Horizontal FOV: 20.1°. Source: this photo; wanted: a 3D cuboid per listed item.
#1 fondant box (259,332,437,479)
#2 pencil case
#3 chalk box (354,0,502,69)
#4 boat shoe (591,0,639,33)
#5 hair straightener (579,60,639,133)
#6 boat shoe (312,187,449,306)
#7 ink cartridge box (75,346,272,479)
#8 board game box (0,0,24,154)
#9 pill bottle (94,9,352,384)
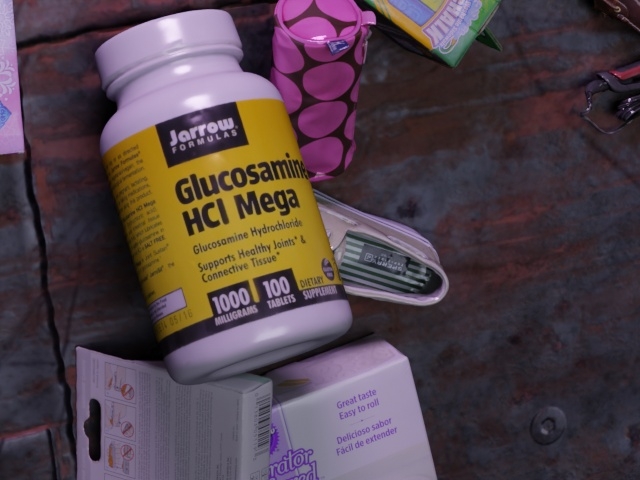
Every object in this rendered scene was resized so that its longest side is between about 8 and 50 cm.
[{"bbox_3d":[0.007,0.298,1.982,0.238,0.096,0.330,-20,110,-15],"label":"fondant box"},{"bbox_3d":[-0.002,-0.151,1.810,0.098,0.095,0.209,-5,141,-10],"label":"pencil case"},{"bbox_3d":[0.107,-0.268,1.843,0.213,0.132,0.132,33,91,-26],"label":"chalk box"},{"bbox_3d":[0.324,-0.279,1.964,0.073,0.073,0.207,-31,116,31],"label":"boat shoe"},{"bbox_3d":[0.389,-0.169,2.023,0.230,0.047,0.089,-22,112,-20],"label":"hair straightener"},{"bbox_3d":[0.000,0.000,1.896,0.302,0.094,0.109,12,100,-22],"label":"boat shoe"},{"bbox_3d":[-0.153,0.210,1.857,0.056,0.224,0.181,-16,113,-51],"label":"ink cartridge box"},{"bbox_3d":[-0.447,-0.222,1.677,0.318,0.066,0.318,-8,108,-19],"label":"board game box"},{"bbox_3d":[-0.104,-0.043,1.743,0.188,0.188,0.334,-16,82,-16],"label":"pill bottle"}]
